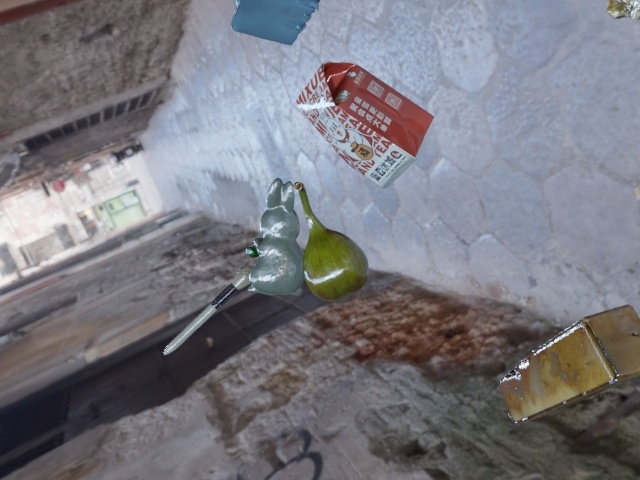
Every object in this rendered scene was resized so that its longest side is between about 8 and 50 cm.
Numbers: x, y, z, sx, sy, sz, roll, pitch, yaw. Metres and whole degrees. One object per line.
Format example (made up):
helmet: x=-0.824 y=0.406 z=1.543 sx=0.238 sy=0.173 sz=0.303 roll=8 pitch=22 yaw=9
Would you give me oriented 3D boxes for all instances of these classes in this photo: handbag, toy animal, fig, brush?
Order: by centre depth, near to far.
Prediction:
fig: x=0.000 y=0.000 z=1.060 sx=0.236 sy=0.124 sz=0.124 roll=62 pitch=164 yaw=-12
handbag: x=-0.082 y=-0.459 z=1.107 sx=0.221 sy=0.144 sz=0.057 roll=153 pitch=132 yaw=-65
toy animal: x=-0.077 y=-0.004 z=1.179 sx=0.108 sy=0.138 sz=0.236 roll=-36 pitch=-38 yaw=-82
handbag: x=0.087 y=-0.270 z=1.317 sx=0.298 sy=0.151 sz=0.171 roll=31 pitch=152 yaw=-7
brush: x=-0.266 y=0.165 z=1.380 sx=0.039 sy=0.299 sz=0.042 roll=44 pitch=174 yaw=48

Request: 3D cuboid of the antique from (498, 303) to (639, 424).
antique: x=0.389 y=0.208 z=0.912 sx=0.310 sy=0.087 sz=0.093 roll=107 pitch=147 yaw=-60

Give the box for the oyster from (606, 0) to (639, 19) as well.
oyster: x=0.481 y=-0.439 z=0.772 sx=0.107 sy=0.355 sz=0.201 roll=38 pitch=150 yaw=-19
